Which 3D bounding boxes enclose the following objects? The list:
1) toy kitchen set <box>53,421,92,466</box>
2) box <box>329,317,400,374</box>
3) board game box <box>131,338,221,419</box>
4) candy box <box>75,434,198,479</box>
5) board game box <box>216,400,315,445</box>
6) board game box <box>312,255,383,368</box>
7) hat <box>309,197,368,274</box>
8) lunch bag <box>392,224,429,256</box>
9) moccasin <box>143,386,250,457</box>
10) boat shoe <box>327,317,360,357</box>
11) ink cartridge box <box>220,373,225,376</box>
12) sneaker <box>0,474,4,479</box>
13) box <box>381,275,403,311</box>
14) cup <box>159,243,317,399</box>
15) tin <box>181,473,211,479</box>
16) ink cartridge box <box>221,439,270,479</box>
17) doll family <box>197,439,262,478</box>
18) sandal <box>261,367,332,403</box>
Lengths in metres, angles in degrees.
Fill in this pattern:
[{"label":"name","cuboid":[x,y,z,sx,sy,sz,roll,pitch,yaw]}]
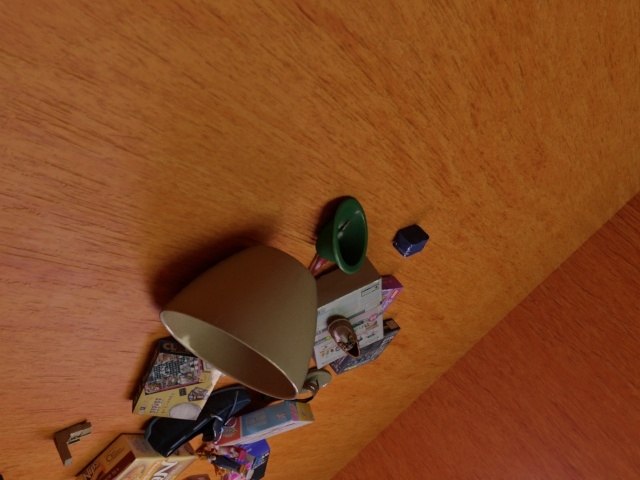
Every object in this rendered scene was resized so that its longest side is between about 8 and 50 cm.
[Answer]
[{"label":"toy kitchen set","cuboid":[-0.572,0.483,1.593,0.083,0.075,0.068,-13,144,-36]},{"label":"box","cuboid":[0.158,0.374,2.411,0.233,0.059,0.183,-9,140,-48]},{"label":"board game box","cuboid":[-0.340,0.339,1.634,0.165,0.042,0.243,13,128,-24]},{"label":"candy box","cuboid":[-0.503,0.634,1.904,0.183,0.087,0.316,-43,153,5]},{"label":"board game box","cuboid":[-0.169,0.579,2.155,0.242,0.064,0.316,-20,162,6]},{"label":"board game box","cuboid":[0.059,0.208,1.911,0.224,0.097,0.303,-23,141,-13]},{"label":"hat","cuboid":[0.000,0.000,1.666,0.173,0.184,0.208,-7,97,-58]},{"label":"lunch bag","cuboid":[0.257,0.006,1.963,0.098,0.067,0.065,-19,146,-36]},{"label":"moccasin","cuboid":[-0.332,0.523,1.926,0.342,0.117,0.137,-18,146,-40]},{"label":"boat shoe","cuboid":[0.072,0.267,1.855,0.064,0.060,0.178,-33,143,0]},{"label":"ink cartridge box","cuboid":[-0.259,0.300,1.741,0.180,0.060,0.104,-12,142,-44]},{"label":"sneaker","cuboid":[-0.744,0.582,1.503,0.170,0.089,0.051,-27,151,-26]},{"label":"box","cuboid":[0.110,0.236,2.135,0.201,0.057,0.293,-1,134,-50]},{"label":"cup","cuboid":[-0.136,0.149,1.444,0.237,0.331,0.331,-59,161,-24]},{"label":"tin","cuboid":[-0.454,0.872,2.399,0.106,0.040,0.190,-48,153,5]},{"label":"ink cartridge box","cuboid":[-0.282,0.845,2.558,0.176,0.069,0.370,-26,148,-27]},{"label":"doll family","cuboid":[-0.313,0.719,2.223,0.263,0.163,0.118,62,47,-63]},{"label":"sandal","cuboid":[-0.072,0.509,2.283,0.303,0.086,0.120,-6,138,-49]}]
